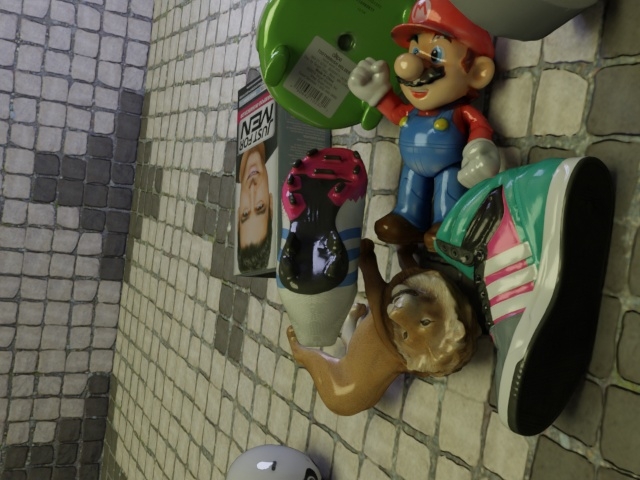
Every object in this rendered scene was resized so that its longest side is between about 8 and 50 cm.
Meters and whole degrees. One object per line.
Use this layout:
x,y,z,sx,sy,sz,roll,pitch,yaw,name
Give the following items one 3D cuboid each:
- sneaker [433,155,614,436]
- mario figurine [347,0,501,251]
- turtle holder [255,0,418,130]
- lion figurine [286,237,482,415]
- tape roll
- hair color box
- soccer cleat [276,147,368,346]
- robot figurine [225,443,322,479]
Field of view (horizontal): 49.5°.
0.202,0.049,0.775,0.178,0.124,0.295,11,87,55,sneaker
0.125,-0.149,0.884,0.170,0.198,0.320,-43,-44,-79,mario figurine
0.026,-0.335,1.041,0.227,0.243,0.320,-116,30,-68,turtle holder
0.078,0.151,0.981,0.392,0.142,0.240,118,146,-44,lion figurine
0.207,-0.327,0.739,0.072,0.219,0.219,-27,62,57,tape roll
-0.074,-0.122,1.302,0.185,0.114,0.374,-14,74,59,hair color box
0.000,0.000,0.936,0.331,0.116,0.143,-78,-13,-51,soccer cleat
-0.084,0.485,1.165,0.209,0.173,0.278,11,95,49,robot figurine
